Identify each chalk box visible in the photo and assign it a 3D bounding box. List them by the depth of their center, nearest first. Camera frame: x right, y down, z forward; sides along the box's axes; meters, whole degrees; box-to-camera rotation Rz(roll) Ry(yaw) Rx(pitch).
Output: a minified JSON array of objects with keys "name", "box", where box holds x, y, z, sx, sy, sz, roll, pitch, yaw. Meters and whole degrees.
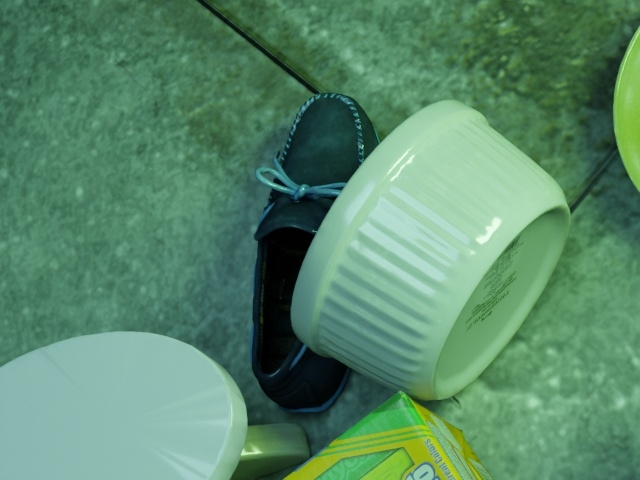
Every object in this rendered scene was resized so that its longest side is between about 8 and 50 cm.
[{"name":"chalk box","box":[0.028,0.229,1.119,0.213,0.132,0.132,-39,60,7]}]

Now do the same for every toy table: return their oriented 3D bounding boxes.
[{"name":"toy table","box":[-0.156,0.177,1.209,0.274,0.161,0.252,-10,67,21]}]

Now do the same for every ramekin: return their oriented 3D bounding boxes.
[{"name":"ramekin","box":[0.085,0.016,1.135,0.109,0.207,0.207,35,88,22]}]

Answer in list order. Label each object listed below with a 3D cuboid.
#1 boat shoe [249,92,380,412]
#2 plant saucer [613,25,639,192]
[{"name":"boat shoe","box":[0.000,0.000,1.241,0.109,0.089,0.258,-7,69,23]},{"name":"plant saucer","box":[0.332,-0.099,1.152,0.241,0.037,0.241,-8,69,22]}]
